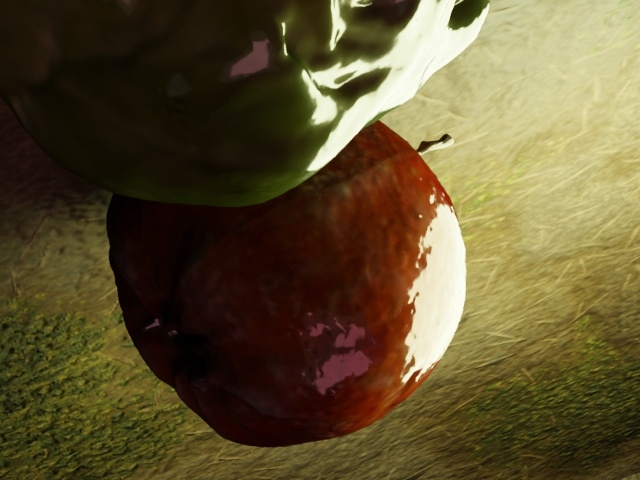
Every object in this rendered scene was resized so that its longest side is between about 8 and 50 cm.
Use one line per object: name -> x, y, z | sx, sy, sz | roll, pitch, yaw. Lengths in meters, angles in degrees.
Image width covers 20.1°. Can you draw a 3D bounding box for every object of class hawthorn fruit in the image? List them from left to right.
hawthorn fruit -> 0.000, 0.000, 1.201 | 0.271, 0.242, 0.242 | -36, 158, -25

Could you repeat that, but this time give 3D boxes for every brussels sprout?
brussels sprout -> -0.041, -0.150, 0.857 | 0.273, 0.243, 0.317 | -21, 152, -21
